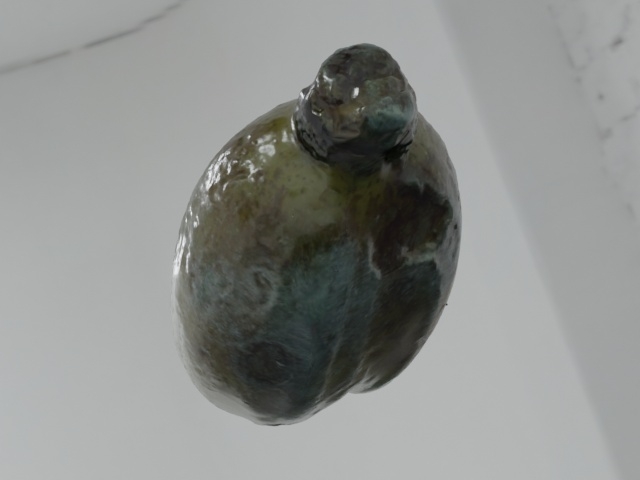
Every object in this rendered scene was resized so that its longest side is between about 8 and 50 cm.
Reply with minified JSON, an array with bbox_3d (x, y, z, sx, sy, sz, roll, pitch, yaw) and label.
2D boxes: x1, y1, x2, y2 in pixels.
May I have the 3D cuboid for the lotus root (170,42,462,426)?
[{"bbox_3d":[0.000,0.000,0.595,0.113,0.088,0.192,-17,-34,-22],"label":"lotus root"}]
